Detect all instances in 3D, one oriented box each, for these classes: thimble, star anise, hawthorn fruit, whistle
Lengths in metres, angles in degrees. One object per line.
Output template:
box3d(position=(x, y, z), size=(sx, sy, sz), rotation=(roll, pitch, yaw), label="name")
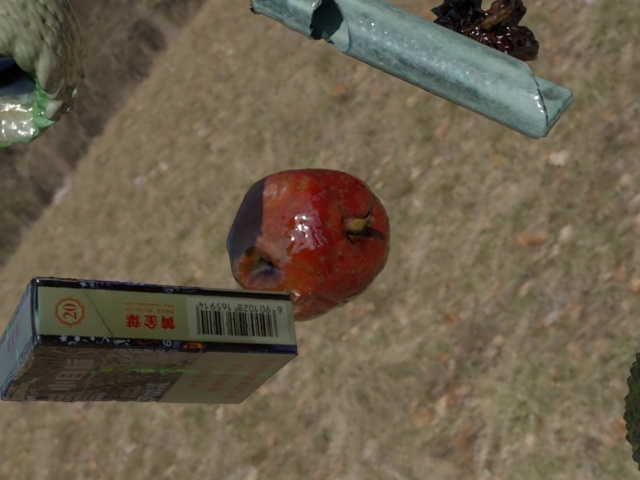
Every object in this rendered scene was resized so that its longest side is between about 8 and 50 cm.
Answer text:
box3d(position=(-0.375, -0.217, 1.393), size=(0.219, 0.219, 0.150), rotation=(-36, 39, 42), label="thimble")
box3d(position=(0.270, -0.352, 2.064), size=(0.190, 0.220, 0.126), rotation=(-9, -18, -5), label="star anise")
box3d(position=(-0.016, 0.004, 1.975), size=(0.261, 0.258, 0.258), rotation=(-13, 12, 14), label="hawthorn fruit")
box3d(position=(0.078, -0.175, 1.108), size=(0.062, 0.312, 0.062), rotation=(-51, -22, -31), label="whistle")

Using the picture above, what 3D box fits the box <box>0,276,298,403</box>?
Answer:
box3d(position=(-0.204, 0.123, 1.440), size=(0.310, 0.084, 0.198), rotation=(4, -26, -25), label="box")

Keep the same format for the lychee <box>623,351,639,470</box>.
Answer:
box3d(position=(0.262, 0.109, 0.758), size=(0.171, 0.171, 0.171), rotation=(-40, 4, 4), label="lychee")
